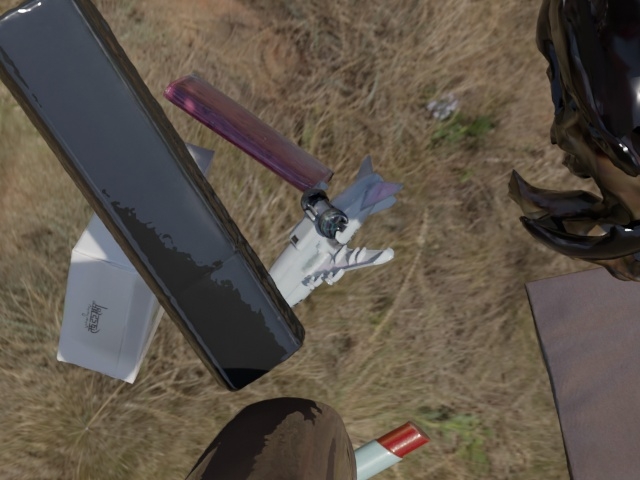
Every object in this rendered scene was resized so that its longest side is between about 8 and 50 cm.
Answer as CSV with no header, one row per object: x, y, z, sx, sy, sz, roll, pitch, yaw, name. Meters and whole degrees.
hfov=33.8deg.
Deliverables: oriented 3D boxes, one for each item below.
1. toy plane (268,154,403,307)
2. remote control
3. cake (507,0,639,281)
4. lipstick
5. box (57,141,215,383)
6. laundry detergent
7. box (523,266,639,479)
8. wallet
0.000,0.000,0.940,0.171,0.162,0.065,-42,122,1,toy plane
-0.087,-0.021,0.559,0.063,0.025,0.245,-35,115,-6,remote control
0.219,-0.101,0.436,0.332,0.332,0.321,42,94,-3,cake
0.012,0.305,1.333,0.274,0.061,0.068,-29,96,-2,lipstick
-0.228,0.014,1.318,0.111,0.194,0.260,20,40,-1,box
-0.020,0.166,0.502,0.076,0.237,0.171,-1,93,4,laundry detergent
0.312,0.161,1.083,0.153,0.188,0.252,-13,68,11,box
-0.089,-0.137,1.354,0.232,0.119,0.025,35,108,0,wallet
